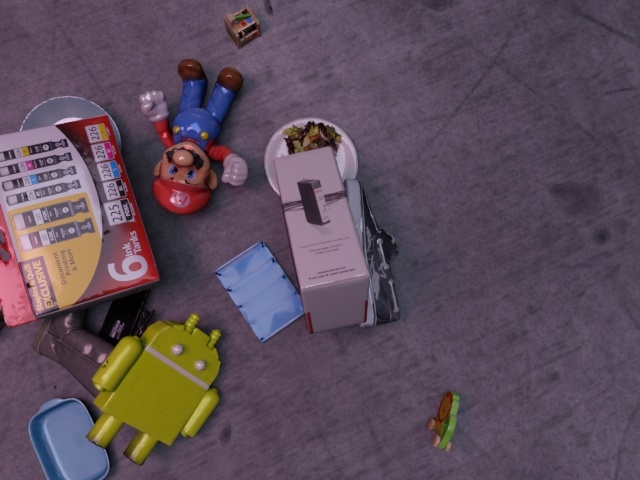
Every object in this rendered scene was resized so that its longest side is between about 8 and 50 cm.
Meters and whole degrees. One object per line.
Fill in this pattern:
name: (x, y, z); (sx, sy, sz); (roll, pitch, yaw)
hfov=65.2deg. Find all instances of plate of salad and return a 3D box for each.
plate of salad: (-0.019, -0.167, 1.053); (0.200, 0.048, 0.199); (0, 83, -4)

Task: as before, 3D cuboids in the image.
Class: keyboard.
keyboard: (-0.386, 0.181, 0.995); (0.100, 0.038, 0.192); (18, 83, 21)

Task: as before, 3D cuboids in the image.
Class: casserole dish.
casserole dish: (-0.473, 0.389, 0.953); (0.114, 0.037, 0.188); (-26, 85, -7)

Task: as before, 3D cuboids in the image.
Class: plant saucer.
plant saucer: (-0.500, -0.190, 1.013); (0.195, 0.037, 0.194); (0, 93, -7)

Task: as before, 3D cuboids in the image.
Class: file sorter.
file sorter: (-0.115, 0.099, 0.983); (0.118, 0.104, 0.170); (-34, 86, -8)

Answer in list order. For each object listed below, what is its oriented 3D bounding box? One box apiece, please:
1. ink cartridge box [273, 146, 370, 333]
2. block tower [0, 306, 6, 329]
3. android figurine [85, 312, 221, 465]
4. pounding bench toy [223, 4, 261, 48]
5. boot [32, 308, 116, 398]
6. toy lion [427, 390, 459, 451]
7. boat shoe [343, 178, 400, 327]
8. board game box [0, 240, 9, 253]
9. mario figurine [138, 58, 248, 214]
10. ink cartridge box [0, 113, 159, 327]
ink cartridge box: (0.000, 0.000, 0.901); (0.114, 0.197, 0.272); (-11, 59, -3)
block tower: (-0.696, 0.177, 0.935); (0.335, 0.091, 0.097); (-42, 88, -9)
android figurine: (-0.287, 0.263, 0.916); (0.272, 0.056, 0.248); (-55, 129, -21)
pounding bench toy: (-0.163, -0.463, 1.061); (0.065, 0.083, 0.052); (-34, 86, -7)
boot: (-0.422, 0.188, 0.939); (0.209, 0.076, 0.189); (26, 95, 21)
toy lion: (0.248, 0.349, 0.986); (0.034, 0.100, 0.096); (24, 100, 1)
boat shoe: (0.105, 0.021, 1.010); (0.102, 0.108, 0.301); (-8, 85, -7)
board game box: (-0.494, -0.016, 0.982); (0.147, 0.045, 0.193); (39, 86, -8)
mario figurine: (-0.243, -0.206, 0.975); (0.198, 0.170, 0.320); (0, 72, 30)
ink cartridge box: (-0.460, -0.029, 0.878); (0.272, 0.130, 0.309); (-18, 87, -19)
